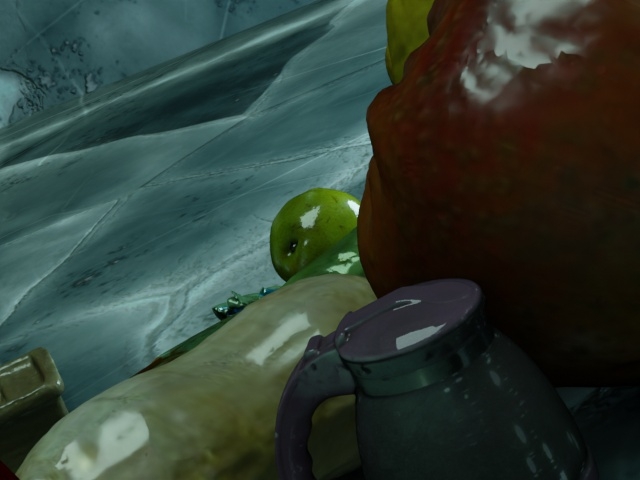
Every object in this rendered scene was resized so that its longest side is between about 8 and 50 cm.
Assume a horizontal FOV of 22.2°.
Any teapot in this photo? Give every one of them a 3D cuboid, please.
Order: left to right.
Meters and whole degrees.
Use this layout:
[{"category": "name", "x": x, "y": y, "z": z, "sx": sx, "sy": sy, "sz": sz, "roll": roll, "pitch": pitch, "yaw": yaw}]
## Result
[{"category": "teapot", "x": 0.057, "y": 0.092, "z": 0.848, "sx": 0.148, "sy": 0.146, "sz": 0.116, "roll": -8, "pitch": 22, "yaw": 45}]

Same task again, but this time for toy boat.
[{"category": "toy boat", "x": -0.281, "y": 0.160, "z": 1.272, "sx": 0.188, "sy": 0.061, "sz": 0.116, "roll": -27, "pitch": 17, "yaw": -11}]

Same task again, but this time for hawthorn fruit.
[{"category": "hawthorn fruit", "x": 0.177, "y": -0.034, "z": 0.923, "sx": 0.298, "sy": 0.277, "sz": 0.277, "roll": 20, "pitch": 32, "yaw": 14}]

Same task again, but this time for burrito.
[{"category": "burrito", "x": -0.038, "y": 0.057, "z": 1.131, "sx": 0.288, "sy": 0.054, "sz": 0.104, "roll": -33, "pitch": 18, "yaw": -22}]

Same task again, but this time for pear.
[{"category": "pear", "x": 0.000, "y": 0.000, "z": 1.346, "sx": 0.092, "sy": 0.092, "sz": 0.097, "roll": -19, "pitch": 16, "yaw": 18}]

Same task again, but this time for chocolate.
[{"category": "chocolate", "x": -0.058, "y": 0.121, "z": 0.967, "sx": 0.309, "sy": 0.134, "sz": 0.134, "roll": -31, "pitch": 17, "yaw": -34}]

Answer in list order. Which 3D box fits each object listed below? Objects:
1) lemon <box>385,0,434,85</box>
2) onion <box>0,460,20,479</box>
[{"category": "lemon", "x": 0.196, "y": -0.149, "z": 1.191, "sx": 0.297, "sy": 0.297, "sz": 0.297, "roll": -22, "pitch": 16, "yaw": 7}, {"category": "onion", "x": -0.237, "y": 0.203, "z": 0.753, "sx": 0.276, "sy": 0.276, "sz": 0.276, "roll": -22, "pitch": 16, "yaw": 7}]
